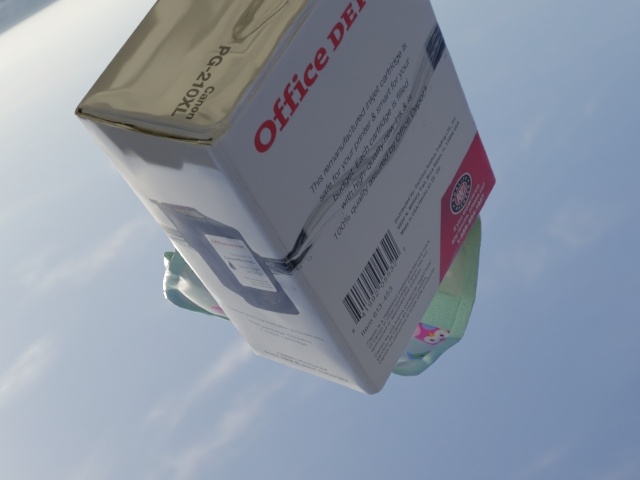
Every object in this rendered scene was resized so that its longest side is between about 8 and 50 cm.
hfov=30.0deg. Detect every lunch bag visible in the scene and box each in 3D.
[{"bbox_3d":[0.000,0.000,0.929,0.262,0.223,0.160,-91,-160,-73],"label":"lunch bag"}]

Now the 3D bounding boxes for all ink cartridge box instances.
[{"bbox_3d":[-0.004,-0.052,0.668,0.100,0.237,0.172,15,-118,33],"label":"ink cartridge box"}]
